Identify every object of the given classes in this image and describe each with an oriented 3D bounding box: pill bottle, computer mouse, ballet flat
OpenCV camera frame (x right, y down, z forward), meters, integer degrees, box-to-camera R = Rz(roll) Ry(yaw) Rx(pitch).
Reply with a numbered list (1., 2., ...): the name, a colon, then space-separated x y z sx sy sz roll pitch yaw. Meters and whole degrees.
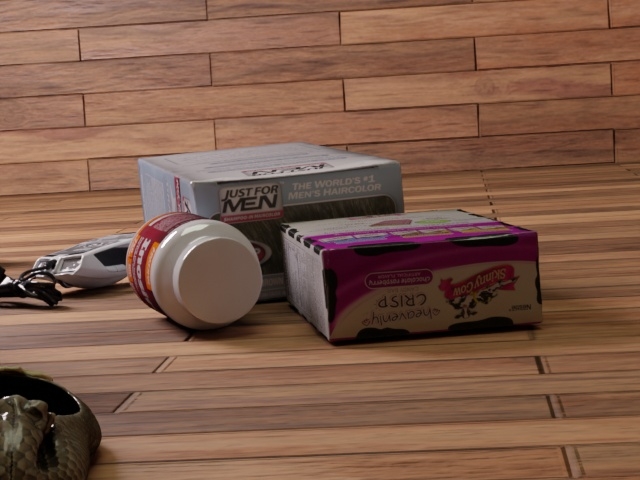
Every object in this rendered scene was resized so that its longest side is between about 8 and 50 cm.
1. pill bottle: -0.097 0.023 1.241 0.086 0.086 0.152 -5 5 -18
2. computer mouse: -0.228 0.031 1.495 0.106 0.042 0.193 -5 9 36
3. ballet flat: -0.148 0.087 0.771 0.084 0.058 0.250 -4 6 -9

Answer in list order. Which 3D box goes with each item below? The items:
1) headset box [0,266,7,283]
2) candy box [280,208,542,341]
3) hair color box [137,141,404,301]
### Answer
1. headset box: -0.350 -0.014 0.919 0.246 0.283 0.131 4 54 56
2. candy box: 0.062 0.023 1.229 0.159 0.071 0.233 -5 6 -8
3. hair color box: -0.057 -0.025 1.530 0.185 0.114 0.374 -7 7 -13
